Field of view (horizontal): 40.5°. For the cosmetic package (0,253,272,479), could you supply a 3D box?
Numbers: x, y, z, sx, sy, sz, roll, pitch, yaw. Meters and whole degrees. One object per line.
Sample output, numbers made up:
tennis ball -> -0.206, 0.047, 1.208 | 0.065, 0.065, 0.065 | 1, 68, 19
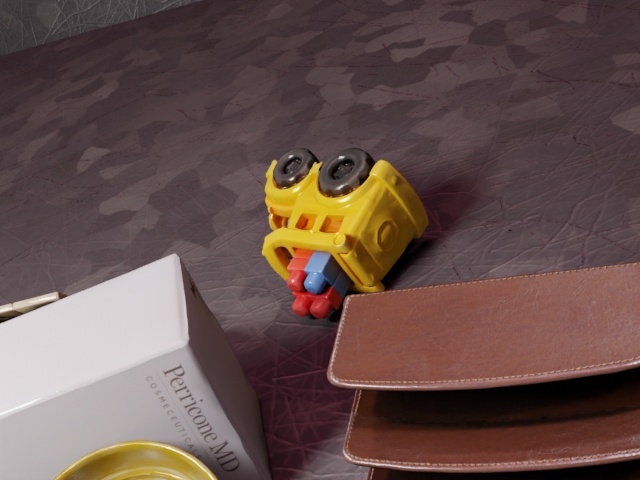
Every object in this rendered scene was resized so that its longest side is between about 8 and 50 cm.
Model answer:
cosmetic package -> -0.305, 0.220, 0.909 | 0.453, 0.230, 0.161 | -23, 33, 2

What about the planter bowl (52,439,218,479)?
planter bowl -> -0.166, 0.303, 0.799 | 0.217, 0.090, 0.217 | -6, 60, 11

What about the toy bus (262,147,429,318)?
toy bus -> 0.000, 0.000, 1.147 | 0.220, 0.149, 0.211 | 8, 59, 42

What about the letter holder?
letter holder -> 0.166, 0.157, 0.786 | 0.302, 0.152, 0.214 | -8, 37, 22

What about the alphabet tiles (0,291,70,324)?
alphabet tiles -> -0.344, 0.122, 1.069 | 0.343, 0.285, 0.011 | -14, 71, 13
